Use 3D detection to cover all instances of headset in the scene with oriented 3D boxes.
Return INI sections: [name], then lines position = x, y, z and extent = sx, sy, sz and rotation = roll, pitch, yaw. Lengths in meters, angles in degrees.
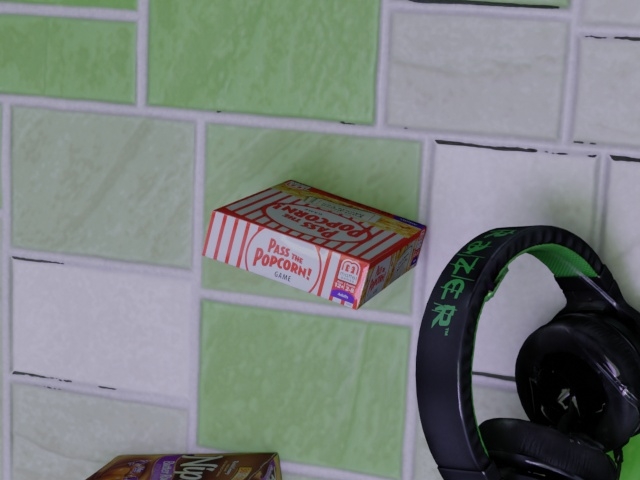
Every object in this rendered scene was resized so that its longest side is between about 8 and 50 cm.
[headset]
position = 0.233, 0.165, 1.146
extent = 0.185, 0.243, 0.394
rotation = -1, 132, 45

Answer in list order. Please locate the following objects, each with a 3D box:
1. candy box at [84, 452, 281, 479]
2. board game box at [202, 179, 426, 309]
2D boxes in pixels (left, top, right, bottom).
[candy box]
position = -0.143, 0.254, 1.353
extent = 0.186, 0.109, 0.053
rotation = -3, 99, 19
[board game box]
position = 0.000, 0.000, 1.210
extent = 0.146, 0.193, 0.045
rotation = 19, 106, 14
